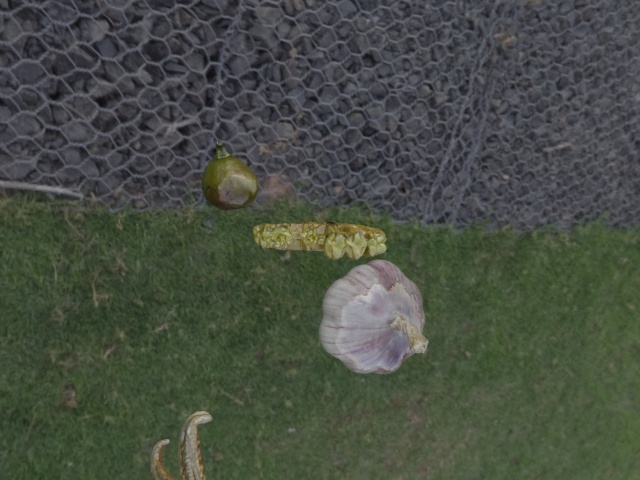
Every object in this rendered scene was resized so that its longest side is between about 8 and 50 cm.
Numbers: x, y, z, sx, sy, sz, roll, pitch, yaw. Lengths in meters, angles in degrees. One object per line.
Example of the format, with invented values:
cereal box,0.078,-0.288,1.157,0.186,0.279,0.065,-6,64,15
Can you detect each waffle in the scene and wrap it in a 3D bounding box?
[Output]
waffle,0.001,-0.004,0.821,0.149,0.194,0.051,6,91,-55

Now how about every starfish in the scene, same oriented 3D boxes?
starfish,-0.193,0.385,0.710,0.094,0.375,0.327,26,60,-20

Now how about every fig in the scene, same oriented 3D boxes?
fig,-0.131,-0.091,0.826,0.082,0.084,0.098,-11,97,1

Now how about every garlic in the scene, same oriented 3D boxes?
garlic,0.135,0.172,1.192,0.245,0.253,0.245,-4,98,-28
